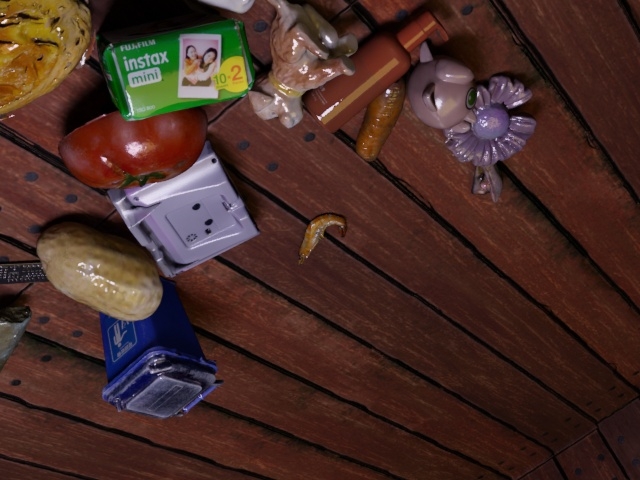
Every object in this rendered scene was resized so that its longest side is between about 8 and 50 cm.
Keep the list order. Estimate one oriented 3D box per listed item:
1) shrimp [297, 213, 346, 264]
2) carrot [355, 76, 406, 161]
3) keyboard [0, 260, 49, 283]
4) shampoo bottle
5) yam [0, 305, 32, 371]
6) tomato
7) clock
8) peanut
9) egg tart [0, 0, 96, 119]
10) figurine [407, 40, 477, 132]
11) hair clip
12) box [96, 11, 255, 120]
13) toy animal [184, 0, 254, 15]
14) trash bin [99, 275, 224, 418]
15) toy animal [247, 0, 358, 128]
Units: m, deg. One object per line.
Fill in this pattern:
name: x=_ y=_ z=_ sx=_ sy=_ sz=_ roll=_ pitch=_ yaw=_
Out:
shrimp: x=0.000 y=0.000 z=1.858 sx=0.091 sy=0.025 sz=0.127 roll=7 pitch=130 yaw=-38
carrot: x=0.102 y=-0.206 z=1.646 sx=0.060 sy=0.060 sz=0.186 roll=-9 pitch=142 yaw=-22
keyboard: x=-0.483 y=0.053 z=1.653 sx=0.155 sy=0.010 sz=0.053 roll=-3 pitch=139 yaw=-28
shampoo bottle: x=0.085 y=-0.272 z=1.535 sx=0.244 sy=0.085 sz=0.085 roll=-36 pitch=142 yaw=14
yam: x=-0.589 y=0.196 z=1.685 sx=0.106 sy=0.106 sz=0.259 roll=10 pitch=128 yaw=-38
tomato: x=-0.267 y=-0.127 z=1.431 sx=0.225 sy=0.085 sz=0.225 roll=-18 pitch=175 yaw=-2
clock: x=-0.220 y=-0.045 z=1.628 sx=0.186 sy=0.083 sz=0.253 roll=-27 pitch=143 yaw=0
peanut: x=-0.359 y=0.047 z=1.600 sx=0.224 sy=0.129 sz=0.129 roll=33 pitch=116 yaw=-29
egg tart: x=-0.428 y=-0.262 z=1.226 sx=0.297 sy=0.132 sz=0.297 roll=-26 pitch=157 yaw=-11
figurine: x=0.203 y=-0.246 z=1.599 sx=0.125 sy=0.125 sz=0.138 roll=-34 pitch=139 yaw=11
hair clip: x=0.312 y=-0.169 z=1.800 sx=0.173 sy=0.069 sz=0.300 roll=-21 pitch=143 yaw=-6
box: x=-0.196 y=-0.234 z=1.279 sx=0.180 sy=0.250 sz=0.103 roll=-16 pitch=108 yaw=-13
toy animal: x=-0.105 y=-0.426 z=1.129 sx=0.183 sy=0.247 sz=0.310 roll=-31 pitch=162 yaw=-22
trash bin: x=-0.295 y=0.186 z=1.735 sx=0.162 sy=0.234 sz=0.184 roll=-40 pitch=141 yaw=20
toy animal: x=-0.068 y=-0.271 z=1.462 sx=0.184 sy=0.104 sz=0.185 roll=36 pitch=134 yaw=-19
